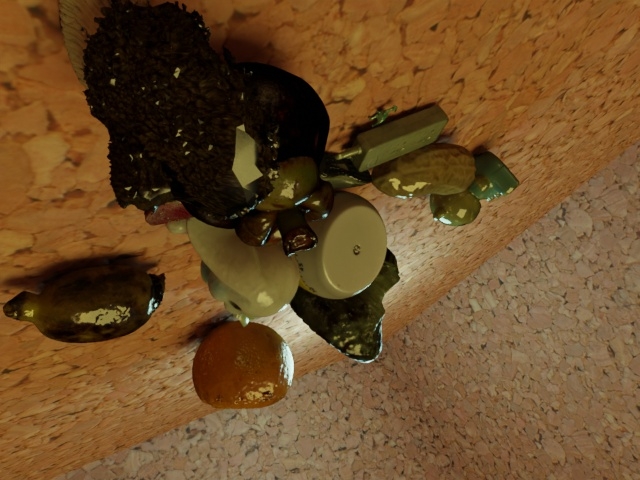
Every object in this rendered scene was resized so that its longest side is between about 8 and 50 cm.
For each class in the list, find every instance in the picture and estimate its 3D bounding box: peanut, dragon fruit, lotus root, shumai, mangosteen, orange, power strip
[{"bbox_3d":[0.267,-0.180,1.181,0.325,0.140,0.153,-9,-167,-27],"label":"peanut"},{"bbox_3d":[-0.244,-0.093,0.796,0.147,0.102,0.096,-19,153,-13],"label":"dragon fruit"},{"bbox_3d":[-0.458,0.132,0.938,0.314,0.141,0.169,-5,142,-44],"label":"lotus root"},{"bbox_3d":[0.105,0.154,1.458,0.348,0.395,0.395,-51,157,-4],"label":"shumai"},{"bbox_3d":[-0.096,-0.113,0.684,0.233,0.287,0.287,12,137,-28],"label":"mangosteen"},{"bbox_3d":[-0.260,0.419,1.564,0.341,0.293,0.340,-2,161,-1],"label":"orange"},{"bbox_3d":[0.156,-0.223,1.035,0.288,0.053,0.093,-25,163,-21],"label":"power strip"}]

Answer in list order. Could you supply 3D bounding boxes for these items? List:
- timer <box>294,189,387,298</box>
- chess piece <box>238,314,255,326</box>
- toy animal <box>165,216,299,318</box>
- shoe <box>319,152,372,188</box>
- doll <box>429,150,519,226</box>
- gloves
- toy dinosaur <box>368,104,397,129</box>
[{"bbox_3d":[0.000,0.000,1.150,0.285,0.285,0.285,-25,157,-12],"label":"timer"},{"bbox_3d":[-0.148,0.119,1.314,0.251,0.144,0.144,-31,158,-11],"label":"chess piece"},{"bbox_3d":[-0.151,0.016,0.940,0.174,0.289,0.249,-44,174,25],"label":"toy animal"},{"bbox_3d":[0.035,-0.150,1.053,0.194,0.074,0.077,-1,155,-46],"label":"shoe"},{"bbox_3d":[0.463,-0.150,1.439,0.261,0.161,0.177,-40,177,18],"label":"doll"},{"bbox_3d":[-0.175,-0.151,0.506,0.210,0.312,0.135,-54,168,26],"label":"gloves"},{"bbox_3d":[0.135,-0.265,0.985,0.062,0.021,0.083,-26,173,5],"label":"toy dinosaur"}]
